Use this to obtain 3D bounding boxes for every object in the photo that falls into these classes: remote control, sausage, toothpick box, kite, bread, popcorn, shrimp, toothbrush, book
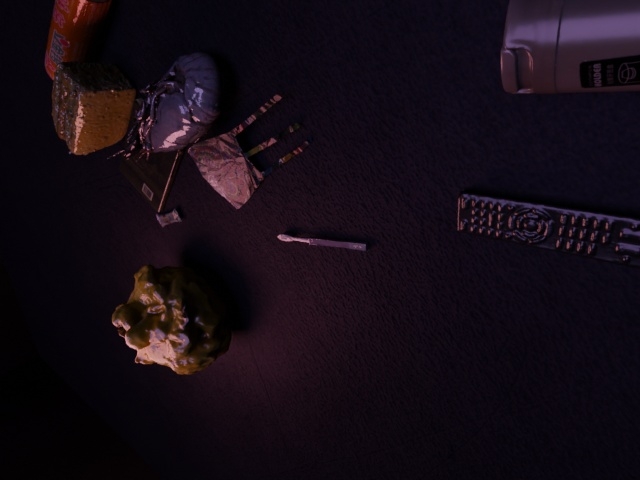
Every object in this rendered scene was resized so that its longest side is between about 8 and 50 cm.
[{"bbox_3d":[0.281,-0.015,0.497,0.245,0.025,0.063,16,122,33],"label":"remote control"},{"bbox_3d":[-0.542,-0.440,0.920,0.312,0.093,0.093,-32,90,45],"label":"sausage"},{"bbox_3d":[0.263,-0.185,0.363,0.181,0.111,0.111,12,120,34],"label":"toothpick box"},{"bbox_3d":[-0.132,-0.155,0.757,0.285,0.015,0.152,-24,113,42],"label":"kite"},{"bbox_3d":[-0.510,-0.296,0.940,0.102,0.138,0.196,51,136,12],"label":"bread"},{"bbox_3d":[-0.352,0.187,1.012,0.252,0.215,0.286,-40,76,6],"label":"popcorn"},{"bbox_3d":[-0.300,-0.236,0.804,0.343,0.116,0.145,-24,97,36],"label":"shrimp"},{"bbox_3d":[-0.001,0.001,0.748,0.194,0.017,0.014,8,116,37],"label":"toothbrush"},{"bbox_3d":[-0.396,-0.190,0.976,0.160,0.024,0.228,48,134,7],"label":"book"}]

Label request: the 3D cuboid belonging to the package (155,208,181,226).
[{"bbox_3d":[-0.373,-0.056,1.034,0.110,0.015,0.037,-9,112,44],"label":"package"}]
